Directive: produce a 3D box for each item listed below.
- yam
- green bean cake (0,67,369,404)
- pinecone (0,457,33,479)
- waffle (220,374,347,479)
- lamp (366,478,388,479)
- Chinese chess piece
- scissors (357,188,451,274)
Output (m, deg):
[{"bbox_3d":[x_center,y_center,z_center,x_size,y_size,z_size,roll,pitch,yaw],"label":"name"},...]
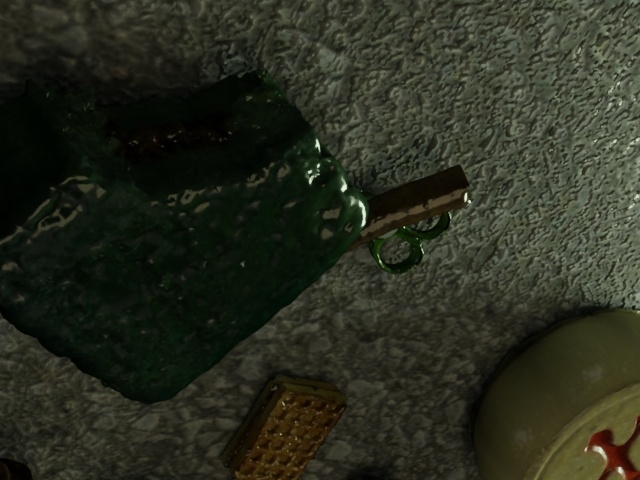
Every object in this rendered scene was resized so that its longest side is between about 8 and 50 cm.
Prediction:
[{"bbox_3d":[0.000,0.000,1.238,0.326,0.045,0.045,-21,171,1],"label":"yam"},{"bbox_3d":[-0.148,-0.035,1.081,0.307,0.169,0.300,-38,135,4],"label":"green bean cake"},{"bbox_3d":[-0.400,0.336,1.182,0.242,0.298,0.296,-16,134,25],"label":"pinecone"},{"bbox_3d":[-0.044,0.229,1.432,0.102,0.042,0.148,15,118,-33],"label":"waffle"},{"bbox_3d":[0.075,0.365,1.563,0.105,0.105,0.105,-14,131,-17],"label":"lamp"},{"bbox_3d":[0.367,0.248,1.594,0.338,0.140,0.338,-14,131,-16],"label":"Chinese chess piece"},{"bbox_3d":[0.049,-0.028,1.282,0.204,0.027,0.101,23,112,-37],"label":"scissors"}]
